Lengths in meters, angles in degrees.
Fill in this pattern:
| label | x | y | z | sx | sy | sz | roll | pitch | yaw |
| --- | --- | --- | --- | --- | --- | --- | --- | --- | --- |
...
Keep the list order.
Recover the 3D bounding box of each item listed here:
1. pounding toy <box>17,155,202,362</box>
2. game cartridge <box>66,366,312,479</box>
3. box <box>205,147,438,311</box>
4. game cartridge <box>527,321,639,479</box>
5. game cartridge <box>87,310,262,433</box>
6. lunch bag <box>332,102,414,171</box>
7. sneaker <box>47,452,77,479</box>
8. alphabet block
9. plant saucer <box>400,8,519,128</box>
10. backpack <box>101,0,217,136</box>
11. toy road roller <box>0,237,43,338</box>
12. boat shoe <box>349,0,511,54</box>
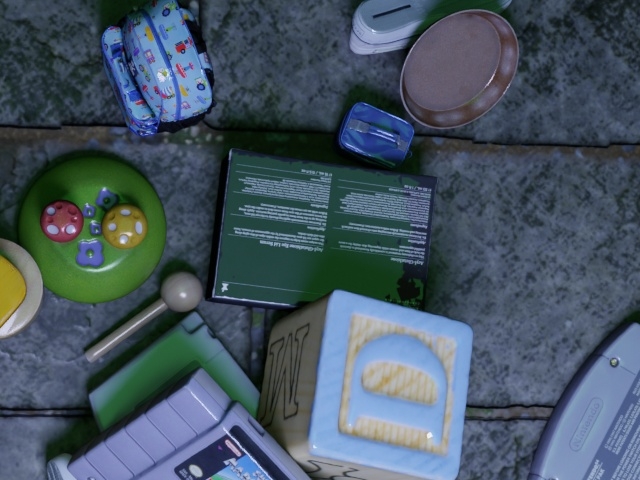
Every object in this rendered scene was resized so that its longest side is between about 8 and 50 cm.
| label | x | y | z | sx | sy | sz | roll | pitch | yaw |
| --- | --- | --- | --- | --- | --- | --- | --- | --- | --- |
| pounding toy | -0.260 | 0.007 | 1.786 | 0.183 | 0.110 | 0.237 | -30 | 90 | -11 |
| game cartridge | -0.097 | 0.327 | 1.701 | 0.355 | 0.230 | 0.068 | 48 | 37 | -10 |
| box | 0.000 | 0.000 | 1.835 | 0.261 | 0.103 | 0.184 | 8 | 81 | -10 |
| game cartridge | 0.388 | 0.265 | 1.907 | 0.198 | 0.062 | 0.297 | 30 | 81 | -2 |
| game cartridge | -0.141 | 0.259 | 1.816 | 0.196 | 0.060 | 0.294 | -38 | 92 | -14 |
| lunch bag | 0.070 | -0.127 | 1.876 | 0.098 | 0.065 | 0.067 | 22 | 82 | -7 |
| sneaker | -0.243 | 0.364 | 1.781 | 0.091 | 0.094 | 0.258 | -27 | 95 | -29 |
| alphabet block | 0.047 | 0.185 | 1.750 | 0.192 | 0.197 | 0.193 | 17 | 70 | -19 |
| plant saucer | 0.171 | -0.221 | 1.880 | 0.168 | 0.029 | 0.168 | -14 | 129 | -18 |
| backpack | -0.192 | -0.212 | 1.783 | 0.117 | 0.173 | 0.158 | -21 | 90 | -11 |
| toy road roller | -0.495 | 0.090 | 1.690 | 0.240 | 0.202 | 0.329 | 44 | 80 | -4 |
| boat shoe | 0.135 | -0.293 | 1.898 | 0.226 | 0.076 | 0.083 | -13 | 72 | -20 |
